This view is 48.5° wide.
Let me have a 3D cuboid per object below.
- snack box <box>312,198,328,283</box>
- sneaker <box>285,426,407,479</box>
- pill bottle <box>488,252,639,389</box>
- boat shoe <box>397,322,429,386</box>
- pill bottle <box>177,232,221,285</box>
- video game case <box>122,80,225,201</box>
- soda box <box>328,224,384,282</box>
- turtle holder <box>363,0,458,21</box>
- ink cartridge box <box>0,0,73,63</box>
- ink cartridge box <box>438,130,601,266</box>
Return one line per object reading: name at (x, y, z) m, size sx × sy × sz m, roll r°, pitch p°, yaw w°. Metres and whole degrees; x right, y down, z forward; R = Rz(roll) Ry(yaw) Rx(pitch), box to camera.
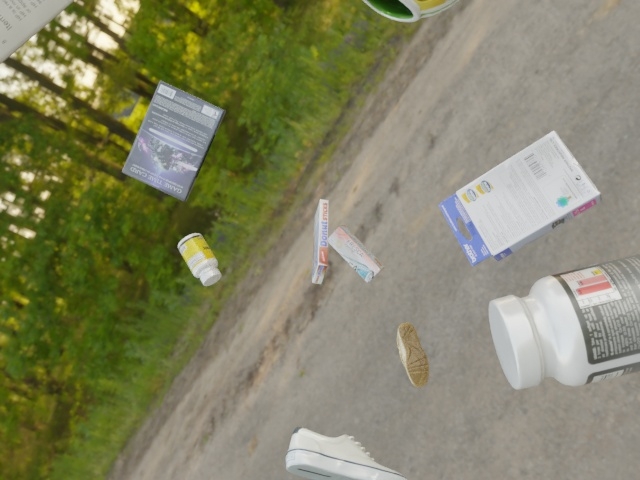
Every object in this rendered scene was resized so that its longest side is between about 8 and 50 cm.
snack box at (0.000, 0.000, 1.471) m, size 0.064 × 0.022 × 0.178 m, roll 109°, pitch 167°, yaw -48°
sneaker at (0.059, 0.425, 1.372) m, size 0.094 × 0.258 × 0.091 m, roll -47°, pitch 27°, yaw 47°
pill bottle at (0.514, 0.150, 1.316) m, size 0.210 × 0.362 × 0.210 m, roll -14°, pitch -90°, yaw -89°
boat shoe at (0.241, 0.303, 1.861) m, size 0.059 × 0.062 × 0.170 m, roll 103°, pitch 157°, yaw -68°
pill bottle at (-0.278, 0.046, 1.647) m, size 0.065 × 0.065 × 0.116 m, roll -49°, pitch 65°, yaw 37°
video game case at (-0.404, -0.272, 1.950) m, size 0.026 × 0.196 × 0.274 m, roll -60°, pitch -5°, yaw -82°
soda box at (0.105, 0.039, 2.131) m, size 0.063 × 0.183 × 0.058 m, roll -46°, pitch -8°, yaw 17°
turtle holder at (0.197, -0.509, 1.260) m, size 0.320 × 0.243 × 0.228 m, roll 30°, pitch 91°, yaw 32°
ink cartridge box at (-0.336, -0.175, 0.499) m, size 0.232 × 0.171 × 0.168 m, roll -44°, pitch 40°, yaw -9°
ink cartridge box at (0.442, -0.086, 1.600) m, size 0.311 × 0.065 × 0.186 m, roll -32°, pitch 63°, yaw 13°
